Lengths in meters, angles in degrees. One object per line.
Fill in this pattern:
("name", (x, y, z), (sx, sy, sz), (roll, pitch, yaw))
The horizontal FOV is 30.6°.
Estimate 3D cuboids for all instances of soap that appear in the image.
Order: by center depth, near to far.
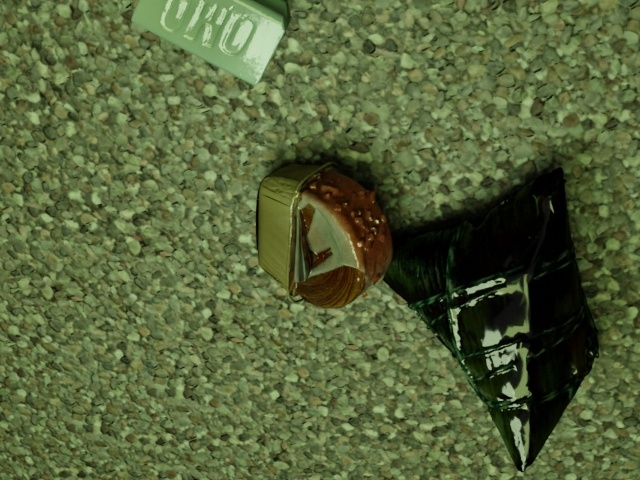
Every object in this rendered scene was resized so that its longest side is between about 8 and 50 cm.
("soap", (-0.148, -0.313, 1.621), (0.198, 0.066, 0.119), (27, 127, -7))

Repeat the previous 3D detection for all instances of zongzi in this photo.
("zongzi", (0.229, 0.095, 1.749), (0.362, 0.319, 0.383), (-6, 109, 33))

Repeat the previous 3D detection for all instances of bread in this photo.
("bread", (0.000, 0.000, 1.734), (0.212, 0.142, 0.224), (28, 132, 33))
